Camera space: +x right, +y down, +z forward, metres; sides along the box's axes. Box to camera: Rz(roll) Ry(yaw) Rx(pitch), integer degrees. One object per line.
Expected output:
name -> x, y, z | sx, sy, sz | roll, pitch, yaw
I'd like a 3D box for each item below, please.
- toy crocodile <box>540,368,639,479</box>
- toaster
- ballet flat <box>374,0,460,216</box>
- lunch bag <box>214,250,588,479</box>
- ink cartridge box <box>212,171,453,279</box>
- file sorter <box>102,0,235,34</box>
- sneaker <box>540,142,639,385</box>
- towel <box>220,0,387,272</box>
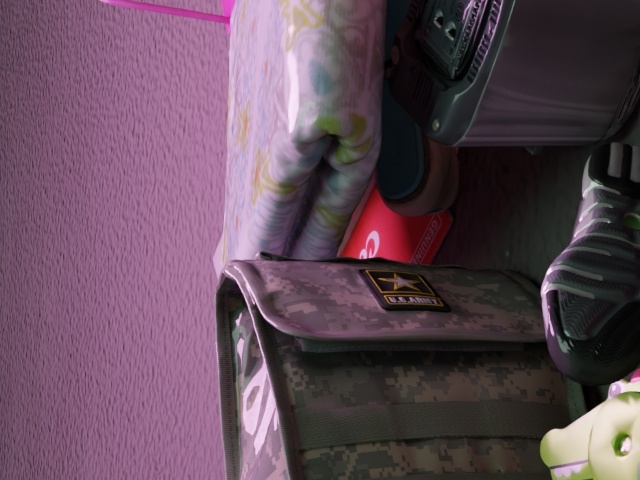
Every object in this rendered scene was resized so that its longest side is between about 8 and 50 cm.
toy crocodile -> 0.246, 0.093, 0.960 | 0.340, 0.115, 0.105 | -27, 55, 59
toaster -> 0.149, -0.166, 1.183 | 0.129, 0.146, 0.227 | -127, 47, -55
ballet flat -> 0.077, -0.136, 1.411 | 0.086, 0.086, 0.248 | 152, 119, -61
lunch bag -> 0.057, 0.129, 1.214 | 0.169, 0.235, 0.287 | 120, 146, -52
ink cartridge box -> 0.000, 0.000, 1.572 | 0.261, 0.066, 0.296 | -111, 35, -45
file sorter -> -0.125, -0.391, 1.787 | 0.290, 0.182, 0.202 | 124, 144, -46
sneaker -> 0.181, 0.048, 1.101 | 0.228, 0.086, 0.132 | -62, -14, -51
towel -> -0.011, -0.134, 1.352 | 0.374, 0.090, 0.320 | 112, 160, -62
